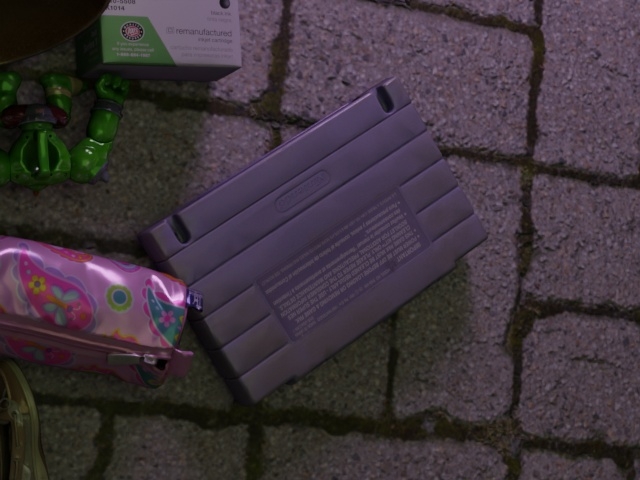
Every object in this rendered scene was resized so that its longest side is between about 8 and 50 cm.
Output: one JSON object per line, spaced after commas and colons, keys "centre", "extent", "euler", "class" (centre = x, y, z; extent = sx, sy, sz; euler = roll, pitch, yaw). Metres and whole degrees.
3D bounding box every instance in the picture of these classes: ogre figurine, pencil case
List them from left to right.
{"centre": [-0.292, -0.110, 1.520], "extent": [0.197, 0.097, 0.118], "euler": [3, 71, -35], "class": "ogre figurine"}
{"centre": [-0.268, 0.068, 1.496], "extent": [0.284, 0.124, 0.124], "euler": [16, 78, -21], "class": "pencil case"}

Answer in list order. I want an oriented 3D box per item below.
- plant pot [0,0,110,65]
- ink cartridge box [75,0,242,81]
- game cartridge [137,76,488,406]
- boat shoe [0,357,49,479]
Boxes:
{"centre": [-0.350, -0.329, 1.465], "extent": [0.237, 0.237, 0.254], "euler": [-11, 73, -25], "class": "plant pot"}
{"centre": [-0.176, -0.285, 1.591], "extent": [0.160, 0.092, 0.219], "euler": [-2, 86, -25], "class": "ink cartridge box"}
{"centre": [0.000, 0.000, 1.662], "extent": [0.355, 0.068, 0.230], "euler": [-33, 102, -24], "class": "game cartridge"}
{"centre": [-0.310, 0.195, 1.502], "extent": [0.048, 0.056, 0.153], "euler": [-12, 97, -30], "class": "boat shoe"}
